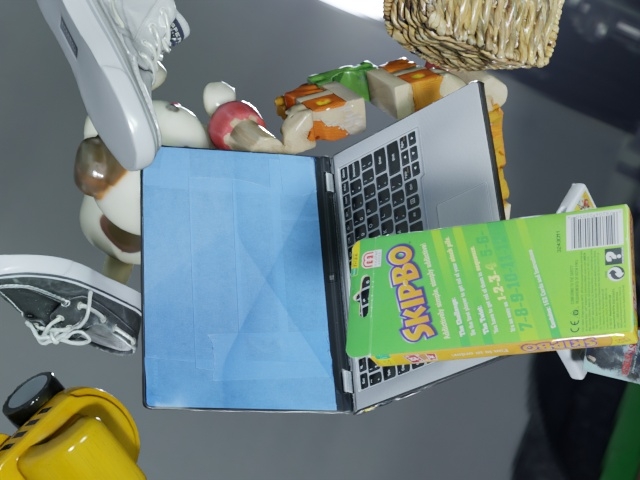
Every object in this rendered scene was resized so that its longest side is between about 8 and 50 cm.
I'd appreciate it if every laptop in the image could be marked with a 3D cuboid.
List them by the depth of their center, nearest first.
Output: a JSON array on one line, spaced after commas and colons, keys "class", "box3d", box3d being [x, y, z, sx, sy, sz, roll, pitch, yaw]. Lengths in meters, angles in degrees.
[{"class": "laptop", "box3d": [0.000, 0.000, 1.619, 0.408, 0.236, 0.382, -26, -124, 34]}]

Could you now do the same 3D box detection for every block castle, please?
[{"class": "block castle", "box3d": [0.065, -0.117, 2.042, 0.213, 0.453, 0.303, -136, -146, -59]}]

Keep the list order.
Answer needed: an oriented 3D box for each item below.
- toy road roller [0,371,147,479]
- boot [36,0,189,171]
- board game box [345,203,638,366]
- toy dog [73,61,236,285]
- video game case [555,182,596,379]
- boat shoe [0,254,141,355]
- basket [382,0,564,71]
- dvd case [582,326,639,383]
[{"class": "toy road roller", "box3d": [-0.397, 0.349, 1.842, 0.329, 0.202, 0.241, -46, -157, -28]}, {"class": "boot", "box3d": [-0.179, -0.190, 1.264, 0.258, 0.123, 0.095, 63, -27, 20]}, {"class": "board game box", "box3d": [0.149, 0.043, 1.165, 0.039, 0.259, 0.124, 53, 36, -55]}, {"class": "toy dog", "box3d": [-0.293, -0.108, 2.120, 0.395, 0.285, 0.408, -59, -173, -9]}, {"class": "video game case", "box3d": [0.395, 0.063, 1.995, 0.026, 0.227, 0.206, 3, -133, 44]}, {"class": "boat shoe", "box3d": [-0.359, 0.098, 1.817, 0.306, 0.113, 0.105, 34, 51, -60]}, {"class": "basket", "box3d": [0.174, -0.369, 1.589, 0.223, 0.213, 0.299, 17, -86, 68]}, {"class": "dvd case", "box3d": [0.444, 0.162, 1.879, 0.013, 0.119, 0.087, -48, 148, -61]}]
